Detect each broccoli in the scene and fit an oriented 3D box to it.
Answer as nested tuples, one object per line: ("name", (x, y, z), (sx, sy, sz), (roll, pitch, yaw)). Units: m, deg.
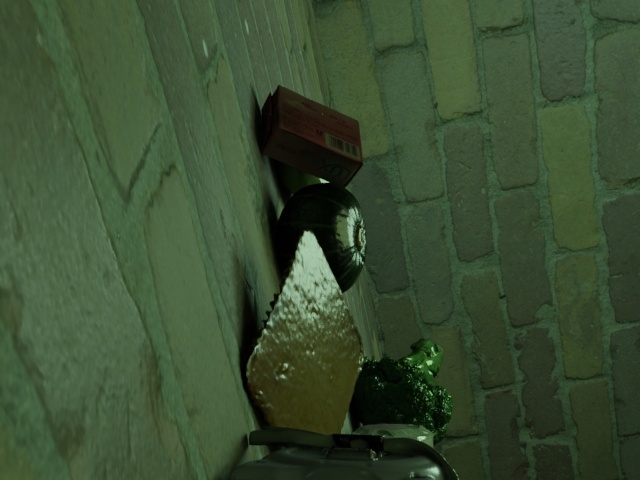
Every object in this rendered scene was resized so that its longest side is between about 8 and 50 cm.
("broccoli", (0.182, 0.336, 1.907), (0.270, 0.270, 0.270), (-53, 144, -34))

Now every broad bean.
("broad bean", (-0.022, -0.127, 1.413), (0.228, 0.100, 0.169), (36, 35, -64))

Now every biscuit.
("biscuit", (-0.009, 0.138, 0.989), (0.237, 0.013, 0.232), (65, 33, -37))

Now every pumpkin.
("pumpkin", (0.003, 0.000, 1.237), (0.167, 0.125, 0.167), (-3, 90, -84))

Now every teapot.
("teapot", (0.139, 0.449, 1.649), (0.221, 0.163, 0.178), (45, 43, -81))

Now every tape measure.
("tape measure", (0.020, 0.221, 0.756), (0.178, 0.196, 0.105), (92, -2, -81))

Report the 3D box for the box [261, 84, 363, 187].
("box", (-0.014, -0.153, 1.262), (0.060, 0.156, 0.111), (-49, -151, 37))
